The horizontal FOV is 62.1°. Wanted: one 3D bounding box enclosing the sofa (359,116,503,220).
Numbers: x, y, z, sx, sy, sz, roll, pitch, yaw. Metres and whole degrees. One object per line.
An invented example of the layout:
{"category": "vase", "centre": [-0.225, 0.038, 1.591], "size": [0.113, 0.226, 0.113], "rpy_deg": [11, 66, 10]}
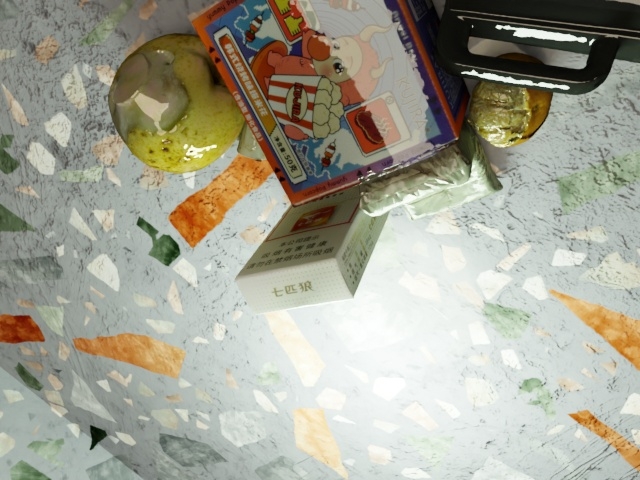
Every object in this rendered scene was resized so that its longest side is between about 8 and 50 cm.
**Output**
{"category": "sofa", "centre": [0.203, -0.101, 0.978], "size": [0.210, 0.225, 0.176], "rpy_deg": [-20, 108, 26]}

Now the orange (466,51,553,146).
{"category": "orange", "centre": [0.316, -0.239, 0.903], "size": [0.157, 0.134, 0.156], "rpy_deg": [-12, 117, -25]}

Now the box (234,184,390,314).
{"category": "box", "centre": [0.000, 0.001, 1.049], "size": [0.210, 0.330, 0.095], "rpy_deg": [-12, 115, 27]}

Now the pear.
{"category": "pear", "centre": [-0.270, -0.268, 1.038], "size": [0.271, 0.271, 0.271], "rpy_deg": [9, 123, 15]}

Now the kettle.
{"category": "kettle", "centre": [0.345, -0.349, 0.779], "size": [0.308, 0.203, 0.262], "rpy_deg": [12, 105, 16]}

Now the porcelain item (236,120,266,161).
{"category": "porcelain item", "centre": [-0.126, -0.273, 1.098], "size": [0.084, 0.054, 0.213], "rpy_deg": [18, 124, 7]}

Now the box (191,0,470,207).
{"category": "box", "centre": [0.036, -0.299, 0.898], "size": [0.319, 0.257, 0.348], "rpy_deg": [-17, 112, 27]}
